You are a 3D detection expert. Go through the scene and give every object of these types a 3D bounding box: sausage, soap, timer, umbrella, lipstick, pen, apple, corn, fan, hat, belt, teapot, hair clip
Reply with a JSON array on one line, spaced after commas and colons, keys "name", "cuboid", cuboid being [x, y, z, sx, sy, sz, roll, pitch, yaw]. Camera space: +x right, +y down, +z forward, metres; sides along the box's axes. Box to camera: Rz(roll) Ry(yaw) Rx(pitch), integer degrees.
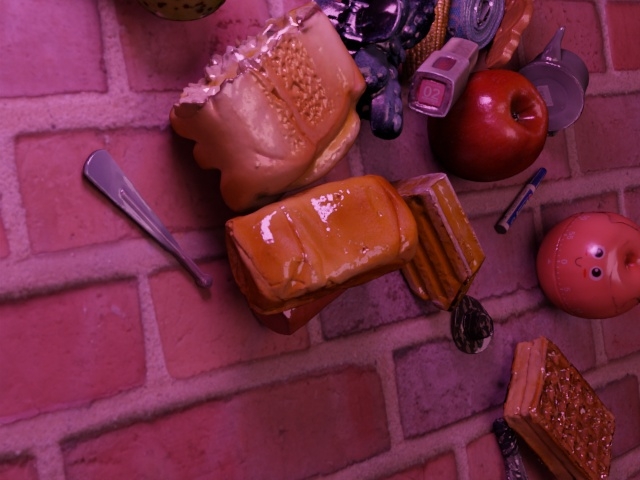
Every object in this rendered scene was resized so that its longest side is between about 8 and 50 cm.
[{"name": "sausage", "cuboid": [-0.004, 0.050, 1.685, 0.259, 0.113, 0.113, -38, 111, -34]}, {"name": "soap", "cuboid": [0.207, 0.009, 1.835, 0.080, 0.160, 0.257, -43, 115, -36]}, {"name": "timer", "cuboid": [0.579, 0.052, 2.111, 0.229, 0.215, 0.229, 3, 85, -40]}, {"name": "umbrella", "cuboid": [0.388, 0.449, 2.033, 0.050, 0.046, 0.188, -19, 102, -9]}, {"name": "lipstick", "cuboid": [0.227, -0.298, 1.789, 0.253, 0.079, 0.077, -50, 155, -58]}, {"name": "pen", "cuboid": [0.428, -0.086, 2.118, 0.204, 0.025, 0.025, -49, 117, -32]}, {"name": "apple", "cuboid": [0.321, -0.220, 1.927, 0.218, 0.201, 0.218, 8, 75, -34]}, {"name": "corn", "cuboid": [0.204, -0.429, 1.916, 0.086, 0.086, 0.288, 18, 77, -38]}, {"name": "fan", "cuboid": [-0.256, -0.029, 1.533, 0.282, 0.023, 0.057, 49, 50, -27]}, {"name": "hat", "cuboid": [0.311, 0.165, 1.982, 0.121, 0.050, 0.121, 5, 81, -38]}, {"name": "belt", "cuboid": [0.297, -0.463, 2.000, 0.163, 0.082, 0.147, -40, 122, -39]}, {"name": "teapot", "cuboid": [0.499, -0.331, 2.132, 0.149, 0.162, 0.239, -54, 145, -43]}, {"name": "hair clip", "cuboid": [0.083, -0.335, 1.750, 0.206, 0.194, 0.310, 46, 55, -54]}]

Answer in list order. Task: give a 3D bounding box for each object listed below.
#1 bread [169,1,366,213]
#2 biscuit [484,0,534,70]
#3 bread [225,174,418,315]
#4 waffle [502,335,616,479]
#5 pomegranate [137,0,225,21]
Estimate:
[{"name": "bread", "cuboid": [-0.081, -0.205, 1.584, 0.315, 0.211, 0.270, -45, 120, -21]}, {"name": "biscuit", "cuboid": [0.387, -0.447, 2.036, 0.040, 0.144, 0.236, 28, 65, -9]}, {"name": "bread", "cuboid": [0.000, 0.000, 1.573, 0.294, 0.132, 0.167, -17, 76, -28]}, {"name": "waffle", "cuboid": [0.497, 0.366, 2.067, 0.308, 0.091, 0.213, 47, 43, -26]}, {"name": "pomegranate", "cuboid": [-0.236, -0.449, 1.458, 0.276, 0.204, 0.222, 17, 58, -41]}]
